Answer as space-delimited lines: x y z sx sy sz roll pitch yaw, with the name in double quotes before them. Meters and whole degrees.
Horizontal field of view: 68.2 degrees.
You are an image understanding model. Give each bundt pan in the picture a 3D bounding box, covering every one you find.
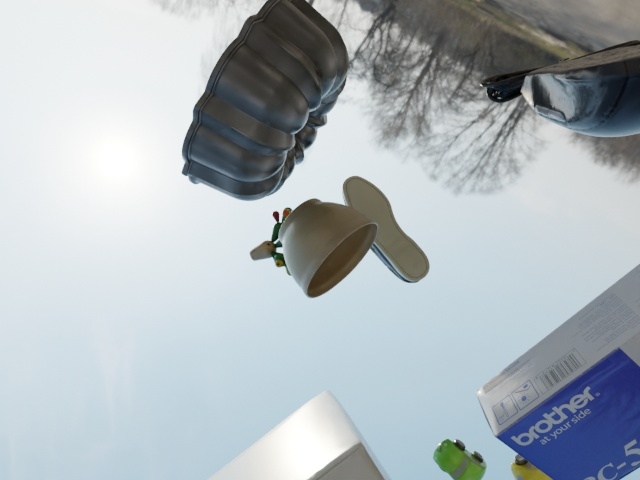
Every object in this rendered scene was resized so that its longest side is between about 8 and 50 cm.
"bundt pan" -0.066 -0.195 0.732 0.124 0.331 0.331 34 -152 0

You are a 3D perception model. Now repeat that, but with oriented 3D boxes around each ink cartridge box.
"ink cartridge box" 0.213 0.074 0.300 0.097 0.207 0.046 38 -161 -16

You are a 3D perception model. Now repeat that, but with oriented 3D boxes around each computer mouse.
"computer mouse" 0.262 -0.132 0.393 0.184 0.060 0.262 -13 -164 4

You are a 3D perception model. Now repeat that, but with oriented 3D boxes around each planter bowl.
"planter bowl" 0.000 0.000 0.776 0.109 0.162 0.162 43 -149 20

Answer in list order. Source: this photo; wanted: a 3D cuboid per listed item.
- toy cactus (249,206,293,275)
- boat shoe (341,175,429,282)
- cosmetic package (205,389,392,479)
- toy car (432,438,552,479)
"toy cactus" -0.112 0.009 1.263 0.112 0.180 0.219 33 -141 -57
"boat shoe" 0.126 -0.020 0.981 0.095 0.079 0.254 -40 -93 -18
"cosmetic package" 0.011 0.498 0.670 0.394 0.327 0.329 55 172 2
"toy car" 0.305 0.441 0.854 0.225 0.239 0.053 33 -173 -7
